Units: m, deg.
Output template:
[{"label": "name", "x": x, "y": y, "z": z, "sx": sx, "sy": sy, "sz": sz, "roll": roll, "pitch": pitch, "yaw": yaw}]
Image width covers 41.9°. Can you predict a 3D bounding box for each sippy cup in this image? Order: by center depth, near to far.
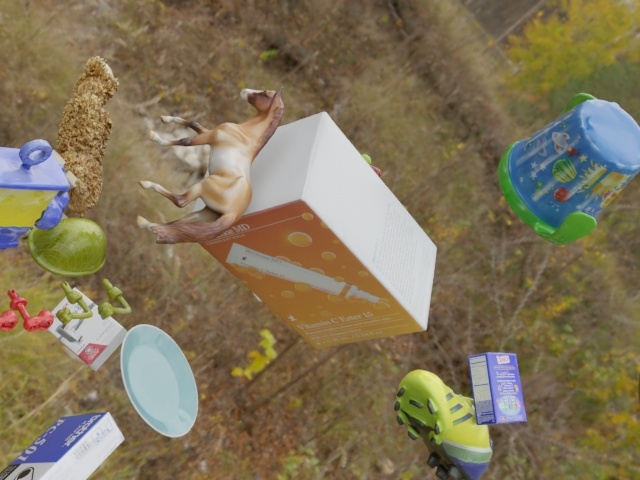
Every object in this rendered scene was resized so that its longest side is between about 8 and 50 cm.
[{"label": "sippy cup", "x": 0.509, "y": -0.152, "z": 1.647, "sx": 0.240, "sy": 0.224, "sz": 0.305, "roll": -8, "pitch": 66, "yaw": -31}]

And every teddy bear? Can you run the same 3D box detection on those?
[{"label": "teddy bear", "x": -0.509, "y": -0.225, "z": 1.750, "sx": 0.113, "sy": 0.338, "sz": 0.245, "roll": 17, "pitch": -9, "yaw": -32}]

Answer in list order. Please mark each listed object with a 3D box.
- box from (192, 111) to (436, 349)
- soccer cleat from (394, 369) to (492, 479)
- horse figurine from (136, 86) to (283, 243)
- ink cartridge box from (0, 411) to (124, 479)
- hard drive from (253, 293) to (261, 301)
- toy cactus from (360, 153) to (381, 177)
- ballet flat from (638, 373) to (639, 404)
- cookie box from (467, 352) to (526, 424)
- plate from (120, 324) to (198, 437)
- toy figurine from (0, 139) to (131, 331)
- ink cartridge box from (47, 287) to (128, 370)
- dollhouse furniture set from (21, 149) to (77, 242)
[{"label": "box", "x": 0.000, "y": 0.000, "z": 1.284, "sx": 0.345, "sy": 0.215, "sz": 0.168, "roll": 46, "pitch": 43, "yaw": -37}, {"label": "soccer cleat", "x": 0.197, "y": 0.272, "z": 1.291, "sx": 0.093, "sy": 0.121, "sz": 0.289, "roll": 18, "pitch": -31, "yaw": 41}, {"label": "horse figurine", "x": -0.146, "y": -0.091, "z": 1.098, "sx": 0.066, "sy": 0.174, "sz": 0.263, "roll": 88, "pitch": 7, "yaw": -57}, {"label": "ink cartridge box", "x": -0.331, "y": 0.282, "z": 0.967, "sx": 0.207, "sy": 0.097, "sz": 0.046, "roll": -46, "pitch": 117, "yaw": -51}, {"label": "hard drive", "x": -0.068, "y": -0.012, "z": 2.064, "sx": 0.047, "sy": 0.233, "sz": 0.353, "roll": 56, "pitch": 12, "yaw": -30}, {"label": "toy cactus", "x": -0.008, "y": -0.121, "z": 1.585, "sx": 0.180, "sy": 0.219, "sz": 0.112, "roll": 55, "pitch": 9, "yaw": -33}, {"label": "ballet flat", "x": 0.605, "y": 0.196, "z": 1.476, "sx": 0.084, "sy": 0.058, "sz": 0.250, "roll": -71, "pitch": 159, "yaw": -65}, {"label": "cookie box", "x": 0.275, "y": 0.231, "z": 1.301, "sx": 0.092, "sy": 0.040, "sz": 0.107, "roll": 11, "pitch": 69, "yaw": -46}, {"label": "plate", "x": -0.260, "y": 0.224, "z": 1.323, "sx": 0.188, "sy": 0.024, "sz": 0.188, "roll": 50, "pitch": 24, "yaw": -32}, {"label": "toy figurine", "x": -0.360, "y": -0.026, "z": 1.048, "sx": 0.362, "sy": 0.217, "sz": 0.191, "roll": 0, "pitch": 42, "yaw": -52}, {"label": "ink cartridge box", "x": -0.462, "y": 0.173, "z": 1.641, "sx": 0.135, "sy": 0.099, "sz": 0.056, "roll": 36, "pitch": -16, "yaw": 13}, {"label": "dollhouse furniture set", "x": -0.520, "y": -0.056, "z": 1.612, "sx": 0.182, "sy": 0.161, "sz": 0.101, "roll": 50, "pitch": 38, "yaw": -28}]
